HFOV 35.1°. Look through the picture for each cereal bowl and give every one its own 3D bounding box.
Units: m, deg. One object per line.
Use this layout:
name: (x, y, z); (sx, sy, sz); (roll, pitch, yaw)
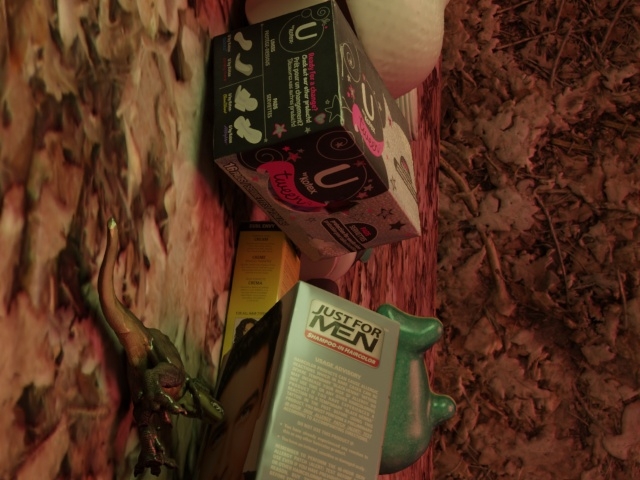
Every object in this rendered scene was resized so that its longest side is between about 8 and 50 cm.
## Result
cereal bowl: (0.068, -0.343, 1.252); (0.339, 0.141, 0.339); (-21, 90, -89)

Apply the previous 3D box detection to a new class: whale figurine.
whale figurine: (0.098, 0.233, 1.521); (0.141, 0.216, 0.272); (-61, 169, -64)

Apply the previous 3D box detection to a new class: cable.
cable: (0.139, -0.308, 1.924); (0.257, 0.089, 0.257); (70, 18, -76)

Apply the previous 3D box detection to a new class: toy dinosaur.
toy dinosaur: (-0.132, 0.109, 0.799); (0.268, 0.064, 0.118); (76, 2, -53)

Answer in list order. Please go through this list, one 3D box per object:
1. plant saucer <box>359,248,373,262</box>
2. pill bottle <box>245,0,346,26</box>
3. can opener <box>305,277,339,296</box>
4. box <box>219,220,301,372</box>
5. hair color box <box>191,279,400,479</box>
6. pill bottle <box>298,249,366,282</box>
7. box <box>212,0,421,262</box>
plant saucer: (0.058, -0.121, 1.729); (0.317, 0.044, 0.317); (1, 90, -78)
pill bottle: (-0.018, -0.209, 1.182); (0.216, 0.121, 0.121); (69, 24, -60)
can opener: (0.015, 0.163, 1.124); (0.283, 0.095, 0.076); (-83, 167, -45)
box: (-0.067, 0.099, 1.114); (0.087, 0.058, 0.232); (67, 25, -63)
hair color box: (-0.044, 0.244, 0.868); (0.185, 0.114, 0.374); (-46, -155, 50)
pill bottle: (0.000, 0.000, 1.300); (0.180, 0.108, 0.108); (-40, 129, -74)
box: (0.003, -0.105, 1.076); (0.247, 0.142, 0.163); (47, 34, -55)
